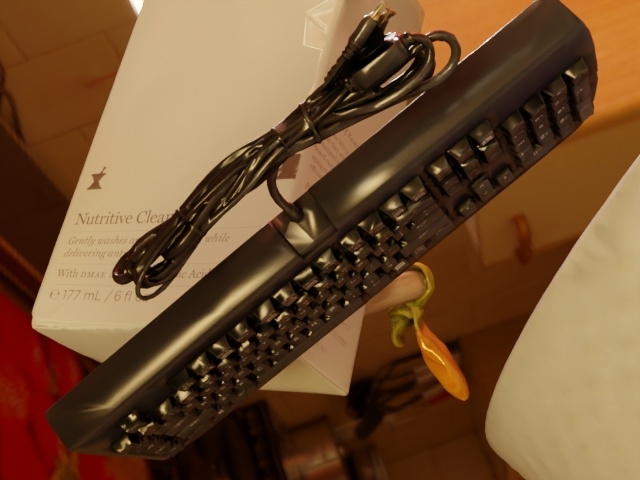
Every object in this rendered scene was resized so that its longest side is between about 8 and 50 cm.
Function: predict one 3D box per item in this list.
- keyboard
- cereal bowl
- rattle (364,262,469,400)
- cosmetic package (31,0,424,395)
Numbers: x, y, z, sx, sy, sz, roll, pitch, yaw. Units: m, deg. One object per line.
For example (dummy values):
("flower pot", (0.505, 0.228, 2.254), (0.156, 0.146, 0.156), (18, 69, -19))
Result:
("keyboard", (0.000, 0.000, 0.467), (0.033, 0.317, 0.201), (53, 7, 29))
("cereal bowl", (0.237, 0.015, 0.427), (0.141, 0.339, 0.339), (44, -10, 25))
("rattle", (0.020, 0.103, 0.917), (0.130, 0.200, 0.142), (-158, -129, -67))
("cosmetic package", (-0.060, -0.077, 0.812), (0.156, 0.217, 0.384), (46, 48, -52))
